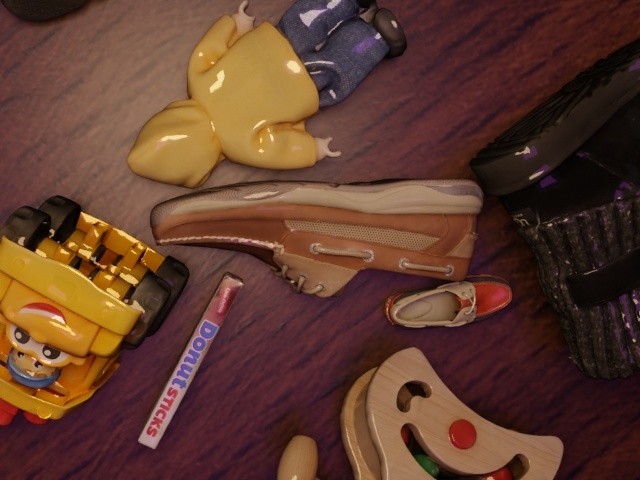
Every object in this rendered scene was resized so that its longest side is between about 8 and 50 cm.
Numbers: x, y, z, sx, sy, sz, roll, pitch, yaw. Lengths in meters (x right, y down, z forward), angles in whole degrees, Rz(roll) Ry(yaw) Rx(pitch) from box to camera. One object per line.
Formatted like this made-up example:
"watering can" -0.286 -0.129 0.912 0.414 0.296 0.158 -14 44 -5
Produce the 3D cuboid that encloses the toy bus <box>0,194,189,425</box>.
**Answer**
"toy bus" -0.236 0.084 0.868 0.149 0.220 0.211 31 95 -3

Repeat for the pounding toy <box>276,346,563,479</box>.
"pounding toy" 0.089 0.208 0.980 0.269 0.155 0.154 16 62 -16

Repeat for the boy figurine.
"boy figurine" -0.052 -0.136 0.932 0.285 0.092 0.177 -38 84 -2

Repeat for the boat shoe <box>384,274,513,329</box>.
"boat shoe" 0.133 0.064 0.991 0.137 0.043 0.049 -7 92 -7

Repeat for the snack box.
"snack box" -0.126 0.114 0.952 0.022 0.064 0.178 28 89 -5

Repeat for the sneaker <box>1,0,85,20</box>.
"sneaker" -0.230 -0.361 0.908 0.115 0.136 0.314 7 113 -41

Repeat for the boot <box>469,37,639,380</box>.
"boot" 0.334 -0.054 0.963 0.348 0.131 0.260 -36 100 -9

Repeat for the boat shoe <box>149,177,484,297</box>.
"boat shoe" 0.000 0.000 0.936 0.324 0.123 0.117 -1 95 -5
